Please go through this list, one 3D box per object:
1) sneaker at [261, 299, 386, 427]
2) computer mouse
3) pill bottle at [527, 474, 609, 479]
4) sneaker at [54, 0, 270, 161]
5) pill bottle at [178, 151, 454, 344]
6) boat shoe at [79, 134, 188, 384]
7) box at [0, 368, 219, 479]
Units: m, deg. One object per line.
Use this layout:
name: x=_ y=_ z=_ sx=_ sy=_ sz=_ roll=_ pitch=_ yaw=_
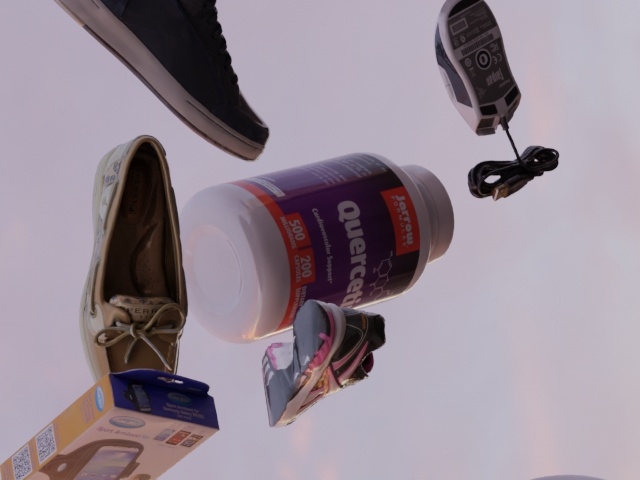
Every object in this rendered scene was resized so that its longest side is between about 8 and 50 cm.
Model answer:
sneaker: x=0.005 y=0.111 z=1.678 sx=0.178 sy=0.077 sz=0.072 roll=130 pitch=139 yaw=-58
computer mouse: x=0.148 y=-0.134 z=1.798 sx=0.106 sy=0.042 sz=0.193 roll=-30 pitch=-74 yaw=-33
pill bottle: x=0.286 y=0.479 z=2.155 sx=0.229 sy=0.229 sz=0.407 roll=-46 pitch=-49 yaw=-45
sneaker: x=-0.073 y=-0.172 z=1.416 sx=0.163 sy=0.086 sz=0.226 roll=-45 pitch=-59 yaw=2
pill bottle: x=0.000 y=0.000 z=2.270 sx=0.323 sy=0.181 sz=0.181 roll=-16 pitch=-59 yaw=-40
boat shoe: x=-0.189 y=0.036 z=1.998 sx=0.089 sy=0.104 sz=0.285 roll=153 pitch=113 yaw=-72
box: x=-0.125 y=0.123 z=1.205 sx=0.081 sy=0.136 sz=0.028 roll=16 pitch=-131 yaw=-38
